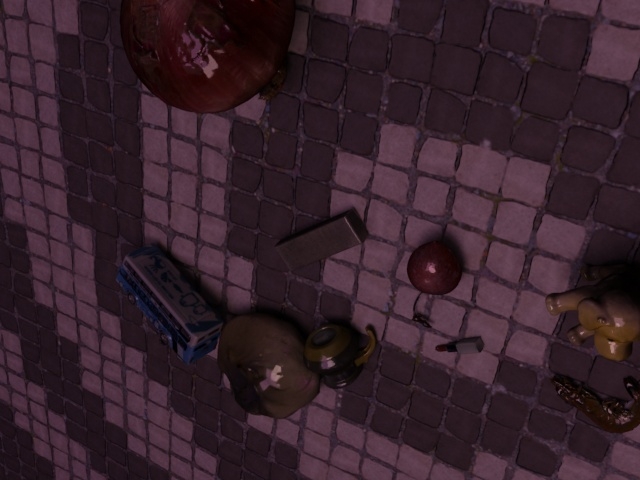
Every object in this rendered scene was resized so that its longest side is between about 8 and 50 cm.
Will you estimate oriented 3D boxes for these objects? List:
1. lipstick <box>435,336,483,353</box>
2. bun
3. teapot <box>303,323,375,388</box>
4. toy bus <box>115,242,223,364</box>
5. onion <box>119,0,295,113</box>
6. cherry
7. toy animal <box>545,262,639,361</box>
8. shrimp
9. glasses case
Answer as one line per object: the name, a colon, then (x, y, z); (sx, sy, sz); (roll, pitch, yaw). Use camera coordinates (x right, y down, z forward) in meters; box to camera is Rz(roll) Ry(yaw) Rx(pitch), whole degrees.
lipstick: (0.280, 0.218, 1.499); (0.107, 0.025, 0.025); (-13, 105, 41)
bun: (-0.130, 0.298, 1.697); (0.272, 0.168, 0.273); (17, 119, 34)
teapot: (0.046, 0.246, 1.604); (0.165, 0.130, 0.119); (-24, 119, 5)
toy bus: (-0.366, 0.149, 1.763); (0.297, 0.106, 0.131); (46, 136, 17)
onion: (-0.195, -0.398, 1.296); (0.353, 0.353, 0.354); (13, 119, 25)
cherry: (0.224, 0.089, 1.440); (0.107, 0.090, 0.226); (4, 134, 13)
toy animal: (0.480, 0.111, 1.207); (0.168, 0.233, 0.121); (-26, 93, 45)
shrimp: (0.532, 0.291, 1.381); (0.178, 0.034, 0.124); (37, 124, 8)
glasses case: (0.000, 0.000, 1.542); (0.205, 0.047, 0.071); (-23, 104, 36)
